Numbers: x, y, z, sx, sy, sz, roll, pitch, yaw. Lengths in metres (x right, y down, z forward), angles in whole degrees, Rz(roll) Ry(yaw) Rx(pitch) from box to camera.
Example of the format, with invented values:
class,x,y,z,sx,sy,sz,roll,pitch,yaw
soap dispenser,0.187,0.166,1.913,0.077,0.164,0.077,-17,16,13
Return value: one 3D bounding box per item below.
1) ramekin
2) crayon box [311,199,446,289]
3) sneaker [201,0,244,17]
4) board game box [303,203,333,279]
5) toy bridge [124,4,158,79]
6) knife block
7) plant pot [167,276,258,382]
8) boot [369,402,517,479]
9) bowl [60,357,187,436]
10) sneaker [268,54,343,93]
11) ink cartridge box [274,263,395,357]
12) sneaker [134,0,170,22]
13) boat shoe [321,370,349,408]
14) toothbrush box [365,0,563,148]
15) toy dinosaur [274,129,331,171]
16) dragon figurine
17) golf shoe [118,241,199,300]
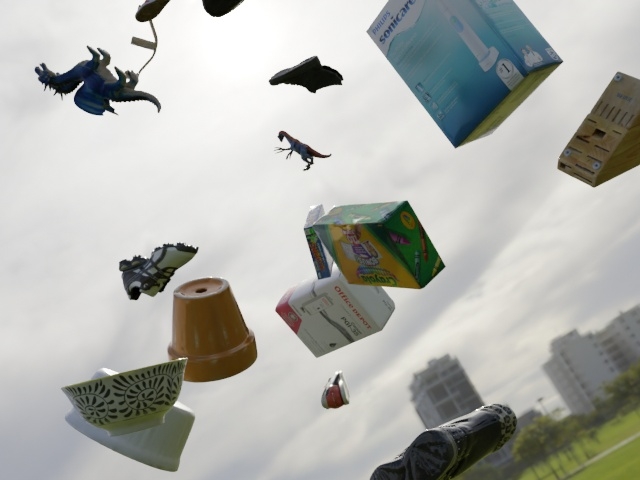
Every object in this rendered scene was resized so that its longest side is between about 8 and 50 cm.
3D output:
class,x,y,z,sx,sy,sz,roll,pitch,yaw
ramekin,-0.416,0.395,1.893,0.135,0.277,0.277,-65,-16,-10
crayon box,0.116,0.009,1.766,0.081,0.165,0.278,-40,19,-24
sneaker,-0.174,-0.598,1.820,0.283,0.107,0.124,-48,12,24
board game box,0.000,0.000,2.112,0.035,0.136,0.201,-14,15,9
toy bridge,-0.424,-0.474,2.033,0.063,0.188,0.026,13,-8,-18
knife block,0.588,-0.194,1.571,0.242,0.088,0.276,29,-84,-48
plant pot,-0.256,0.191,1.922,0.205,0.188,0.205,-7,18,2
boot,0.191,0.346,1.328,0.178,0.085,0.236,-13,-31,-38
bowl,-0.253,0.214,1.131,0.170,0.080,0.170,-13,-5,-1
sneaker,-0.036,-0.387,2.050,0.170,0.089,0.051,-21,26,21
ink cartridge box,0.041,0.194,2.435,0.283,0.207,0.117,-29,16,41
sneaker,-0.365,-0.530,1.842,0.118,0.067,0.042,-40,-35,7
boat shoe,0.025,0.254,1.425,0.043,0.049,0.137,-20,3,3
toothbrush box,0.254,-0.355,1.539,0.126,0.295,0.216,-25,-17,-41
toy dinosaur,-0.038,-0.162,1.478,0.090,0.082,0.047,-24,-8,-7
dragon figurine,-0.458,-0.309,1.773,0.144,0.289,0.085,-56,-6,15
golf shoe,-0.316,0.063,1.686,0.198,0.094,0.077,-21,-22,33
